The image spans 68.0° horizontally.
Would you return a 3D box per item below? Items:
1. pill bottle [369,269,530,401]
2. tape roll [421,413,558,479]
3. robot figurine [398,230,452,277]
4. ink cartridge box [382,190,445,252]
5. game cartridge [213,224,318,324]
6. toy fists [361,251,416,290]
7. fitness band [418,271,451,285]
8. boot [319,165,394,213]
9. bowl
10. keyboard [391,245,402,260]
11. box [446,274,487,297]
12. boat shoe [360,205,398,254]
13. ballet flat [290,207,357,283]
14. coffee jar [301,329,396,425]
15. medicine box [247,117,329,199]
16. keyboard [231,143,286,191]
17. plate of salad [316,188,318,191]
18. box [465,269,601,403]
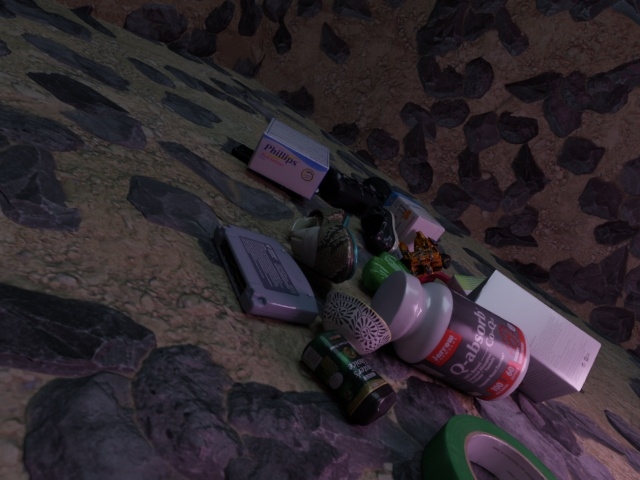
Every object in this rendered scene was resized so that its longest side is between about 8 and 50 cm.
[{"bbox_3d":[0.308,0.232,1.171,0.362,0.210,0.210,28,20,-13],"label":"pill bottle"},{"bbox_3d":[0.334,0.467,0.849,0.321,0.077,0.321,30,19,-11],"label":"tape roll"},{"bbox_3d":[0.357,0.051,1.759,0.211,0.085,0.291,-13,18,-2],"label":"robot figurine"},{"bbox_3d":[0.374,-0.066,2.034,0.168,0.171,0.233,21,22,-34],"label":"ink cartridge box"},{"bbox_3d":[-0.123,0.077,1.098,0.196,0.060,0.294,14,27,-36],"label":"game cartridge"},{"bbox_3d":[0.208,0.112,1.481,0.142,0.096,0.279,48,20,11],"label":"toy fists"},{"bbox_3d":[0.456,0.192,1.752,0.209,0.054,0.290,47,24,27],"label":"fitness band"},{"bbox_3d":[0.155,-0.240,2.197,0.445,0.146,0.367,14,25,-35],"label":"boot"},{"bbox_3d":[0.059,0.194,1.020,0.170,0.080,0.170,33,-27,19],"label":"bowl"},{"bbox_3d":[0.262,0.030,1.793,0.014,0.072,0.256,33,19,-15],"label":"keyboard"},{"bbox_3d":[0.603,0.262,1.651,0.232,0.058,0.322,7,44,-33],"label":"box"},{"bbox_3d":[0.211,-0.063,1.856,0.113,0.127,0.340,37,27,-23],"label":"boat shoe"},{"bbox_3d":[0.000,0.000,1.375,0.182,0.164,0.483,10,15,-2],"label":"ballet flat"},{"bbox_3d":[0.055,0.258,0.900,0.184,0.079,0.096,44,22,26],"label":"coffee jar"},{"bbox_3d":[-0.113,-0.317,1.808,0.263,0.149,0.289,27,24,-11],"label":"medicine box"},{"bbox_3d":[-0.201,-0.267,1.827,0.317,0.033,0.201,30,22,-2],"label":"keyboard"},{"bbox_3d":[-0.087,-0.268,1.992,0.199,0.048,0.200,29,19,-11],"label":"plate of salad"},{"bbox_3d":[0.576,0.285,1.391,0.345,0.168,0.215,37,-26,11],"label":"box"}]
